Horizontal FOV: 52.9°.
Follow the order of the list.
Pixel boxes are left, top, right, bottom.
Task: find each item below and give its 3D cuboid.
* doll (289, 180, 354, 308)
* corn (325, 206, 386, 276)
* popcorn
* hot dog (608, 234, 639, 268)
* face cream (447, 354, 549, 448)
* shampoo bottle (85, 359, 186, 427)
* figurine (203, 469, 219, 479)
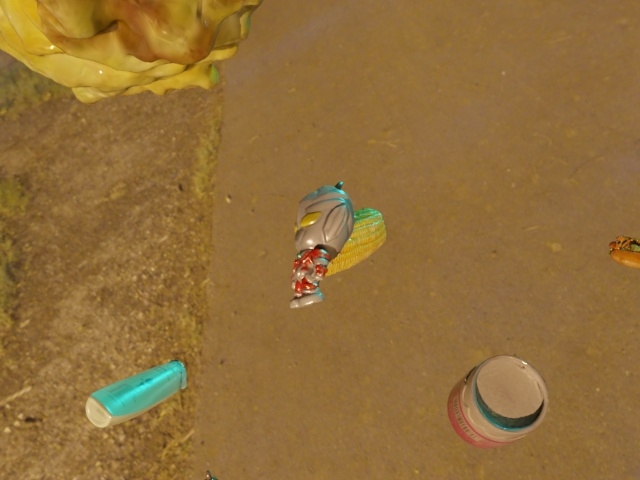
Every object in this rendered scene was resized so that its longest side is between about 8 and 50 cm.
[{"bbox_3d":[0.000,0.000,0.784,0.094,0.079,0.180,-32,38,57],"label":"doll"},{"bbox_3d":[0.039,-0.001,1.002,0.165,0.085,0.063,-25,3,-43],"label":"corn"},{"bbox_3d":[-0.210,-0.281,0.672,0.312,0.312,0.312,-19,36,14],"label":"popcorn"},{"bbox_3d":[0.724,0.032,1.396,0.188,0.055,0.072,11,44,35],"label":"hot dog"},{"bbox_3d":[0.381,0.352,1.397,0.175,0.195,0.175,2,66,-4],"label":"face cream"},{"bbox_3d":[-0.315,0.263,1.124,0.072,0.049,0.212,33,20,16],"label":"shampoo bottle"},{"bbox_3d":[-0.122,0.438,0.945,0.103,0.205,0.260,-6,9,14],"label":"figurine"}]
